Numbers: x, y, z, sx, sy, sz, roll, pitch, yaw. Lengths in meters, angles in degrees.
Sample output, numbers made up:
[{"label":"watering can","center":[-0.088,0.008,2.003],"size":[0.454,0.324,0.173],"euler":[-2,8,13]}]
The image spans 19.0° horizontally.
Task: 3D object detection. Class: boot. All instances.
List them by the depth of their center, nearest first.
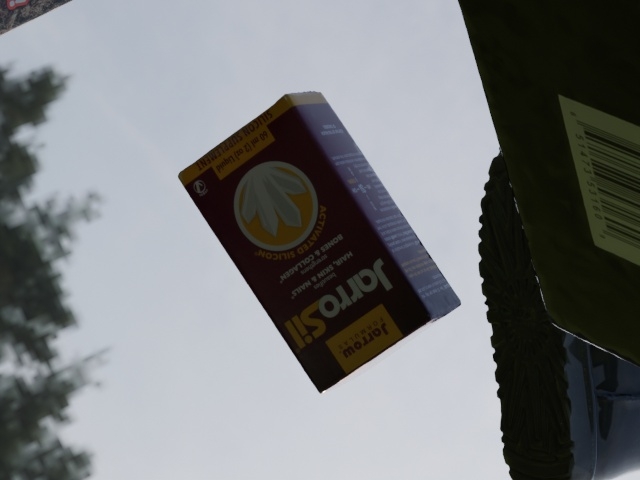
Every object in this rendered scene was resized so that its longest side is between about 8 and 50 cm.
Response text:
[{"label":"boot","center":[0.375,0.048,1.908],"size":[0.146,0.445,0.367],"euler":[12,-74,56]}]

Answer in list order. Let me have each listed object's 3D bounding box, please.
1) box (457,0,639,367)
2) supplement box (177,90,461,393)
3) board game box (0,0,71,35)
[{"label":"box","center":[0.238,-0.117,0.908],"size":[0.183,0.294,0.296],"euler":[26,-29,38]},{"label":"supplement box","center":[0.000,0.000,1.355],"size":[0.104,0.081,0.188],"euler":[-35,-96,19]},{"label":"board game box","center":[-0.281,-0.201,1.123],"size":[0.232,0.291,0.141],"euler":[27,-43,43]}]
